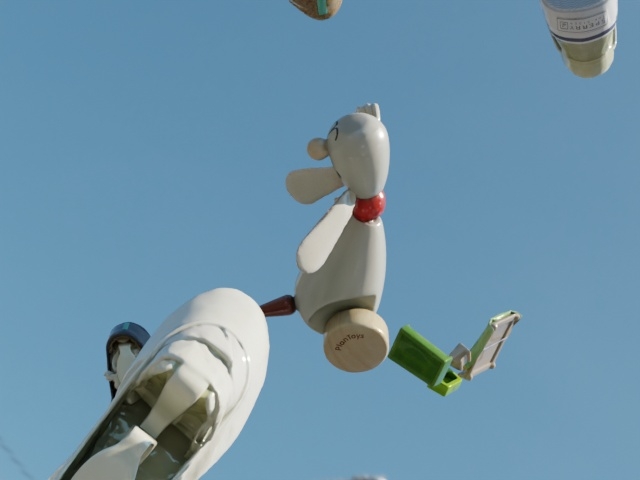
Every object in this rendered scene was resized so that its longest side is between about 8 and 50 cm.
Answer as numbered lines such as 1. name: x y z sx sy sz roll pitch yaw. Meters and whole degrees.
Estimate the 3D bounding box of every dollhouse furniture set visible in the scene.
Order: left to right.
1. dollhouse furniture set: 0.135 0.106 1.275 0.058 0.152 0.076 36 -61 26

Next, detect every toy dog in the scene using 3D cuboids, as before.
1. toy dog: 0.000 0.000 1.520 0.161 0.220 0.333 -3 -73 -3

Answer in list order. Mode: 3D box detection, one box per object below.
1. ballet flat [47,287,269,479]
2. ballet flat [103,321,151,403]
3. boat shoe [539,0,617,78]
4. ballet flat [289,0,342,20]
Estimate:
1. ballet flat: -0.165 0.192 1.245 0.139 0.400 0.139 28 -31 18
2. ballet flat: -0.217 0.196 1.462 0.074 0.074 0.203 -13 -96 48
3. boat shoe: 0.259 -0.289 1.316 0.109 0.302 0.094 -3 -46 11
4. ballet flat: -0.019 -0.373 1.529 0.116 0.342 0.124 -15 -51 1
